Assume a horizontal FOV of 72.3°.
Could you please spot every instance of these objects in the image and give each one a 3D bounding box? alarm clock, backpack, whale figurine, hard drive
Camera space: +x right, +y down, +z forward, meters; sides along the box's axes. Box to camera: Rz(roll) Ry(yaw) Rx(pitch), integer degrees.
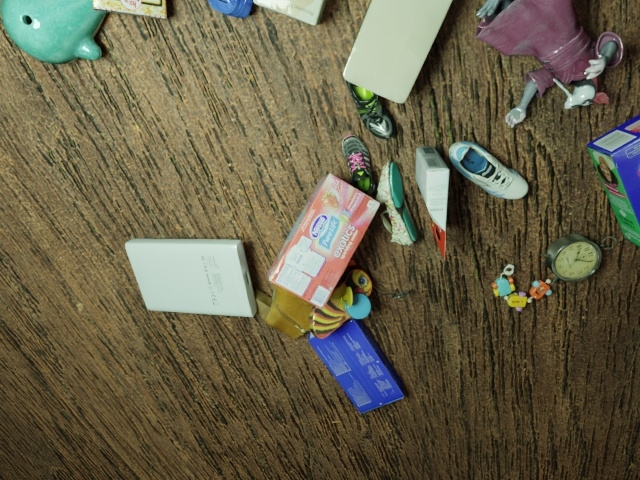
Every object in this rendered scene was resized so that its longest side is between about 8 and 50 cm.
[{"bbox_3d":[0.709,0.038,1.200,0.191,0.064,0.129,-24,112,15],"label":"alarm clock"},{"bbox_3d":[-0.196,-0.547,0.934,0.098,0.101,0.120,37,125,26],"label":"backpack"},{"bbox_3d":[-0.561,-0.501,0.956,0.271,0.141,0.216,-20,113,9],"label":"whale figurine"},{"bbox_3d":[-0.370,0.106,1.259,0.352,0.047,0.233,0,117,16],"label":"hard drive"}]

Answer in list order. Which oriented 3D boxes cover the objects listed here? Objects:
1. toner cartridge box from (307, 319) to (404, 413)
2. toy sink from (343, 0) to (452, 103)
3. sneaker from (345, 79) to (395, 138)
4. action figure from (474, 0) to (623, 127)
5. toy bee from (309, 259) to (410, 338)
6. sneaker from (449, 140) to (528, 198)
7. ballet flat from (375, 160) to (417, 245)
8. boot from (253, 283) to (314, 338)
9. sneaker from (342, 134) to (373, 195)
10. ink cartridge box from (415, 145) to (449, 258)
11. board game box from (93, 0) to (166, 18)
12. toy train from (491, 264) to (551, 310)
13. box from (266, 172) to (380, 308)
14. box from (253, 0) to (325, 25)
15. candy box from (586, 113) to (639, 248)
[{"bbox_3d":[0.118,0.389,1.399,0.165,0.075,0.348,-26,112,16],"label":"toner cartridge box"},{"bbox_3d":[0.157,-0.441,0.956,0.152,0.131,0.234,20,111,-7],"label":"toy sink"},{"bbox_3d":[0.115,-0.320,1.046,0.067,0.078,0.188,-28,112,16],"label":"sneaker"},{"bbox_3d":[0.508,-0.428,0.952,0.370,0.248,0.276,33,71,-26],"label":"action figure"},{"bbox_3d":[0.081,0.147,1.255,0.195,0.298,0.162,-32,83,53],"label":"toy bee"},{"bbox_3d":[0.426,-0.167,1.102,0.237,0.086,0.085,28,113,-12],"label":"sneaker"},{"bbox_3d":[0.189,-0.089,1.159,0.077,0.091,0.241,-8,114,31],"label":"ballet flat"},{"bbox_3d":[-0.058,0.161,1.292,0.211,0.104,0.295,36,117,-20],"label":"boot"},{"bbox_3d":[0.100,-0.185,1.115,0.063,0.075,0.171,-15,114,10],"label":"sneaker"},{"bbox_3d":[0.271,-0.096,1.087,0.066,0.189,0.233,1,117,3],"label":"ink cartridge box"},{"bbox_3d":[-0.403,-0.580,0.917,0.146,0.045,0.194,-3,110,-24],"label":"board game box"},{"bbox_3d":[0.573,0.131,1.268,0.166,0.046,0.125,28,108,-11],"label":"toy train"},{"bbox_3d":[0.000,0.000,1.110,0.154,0.142,0.300,29,86,-11],"label":"box"},{"bbox_3d":[-0.023,-0.617,0.881,0.147,0.121,0.311,16,116,-5],"label":"box"},{"bbox_3d":[0.854,-0.163,1.062,0.268,0.122,0.317,-31,110,15],"label":"candy box"}]
